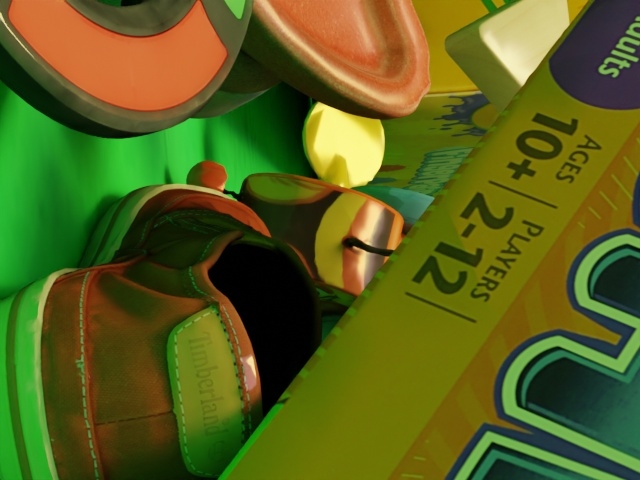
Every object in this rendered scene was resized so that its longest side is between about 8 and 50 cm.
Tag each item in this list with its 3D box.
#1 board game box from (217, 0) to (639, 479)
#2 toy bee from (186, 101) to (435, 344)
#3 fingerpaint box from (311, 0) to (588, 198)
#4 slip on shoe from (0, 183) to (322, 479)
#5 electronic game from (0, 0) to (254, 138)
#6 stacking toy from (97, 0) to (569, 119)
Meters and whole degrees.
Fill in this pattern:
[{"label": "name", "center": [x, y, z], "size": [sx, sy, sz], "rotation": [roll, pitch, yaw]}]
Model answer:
[{"label": "board game box", "center": [0.180, 0.186, 0.754], "size": [0.356, 0.356, 0.356], "rotation": [-51, 154, -34]}, {"label": "toy bee", "center": [0.000, 0.000, 1.042], "size": [0.298, 0.162, 0.195], "rotation": [122, -18, -53]}, {"label": "fingerpaint box", "center": [0.069, -0.234, 1.319], "size": [0.445, 0.163, 0.371], "rotation": [123, -39, -82]}, {"label": "slip on shoe", "center": [-0.046, 0.040, 0.800], "size": [0.331, 0.101, 0.123], "rotation": [-45, 126, -81]}, {"label": "electronic game", "center": [-0.084, -0.148, 0.681], "size": [0.229, 0.048, 0.229], "rotation": [34, 51, -56]}, {"label": "stacking toy", "center": [-0.004, -0.177, 0.943], "size": [0.279, 0.130, 0.309], "rotation": [25, 59, -43]}]
